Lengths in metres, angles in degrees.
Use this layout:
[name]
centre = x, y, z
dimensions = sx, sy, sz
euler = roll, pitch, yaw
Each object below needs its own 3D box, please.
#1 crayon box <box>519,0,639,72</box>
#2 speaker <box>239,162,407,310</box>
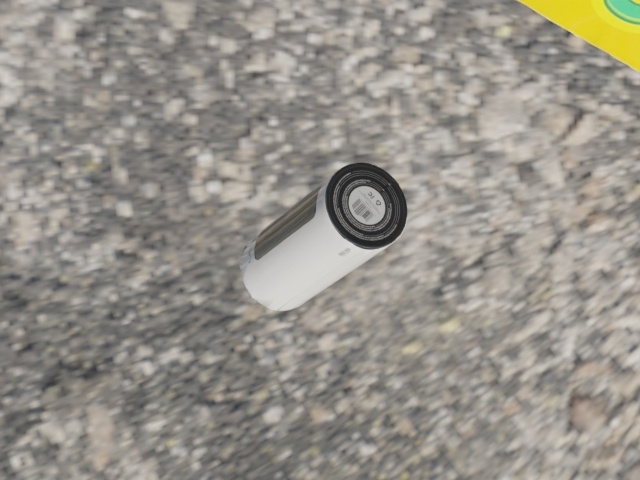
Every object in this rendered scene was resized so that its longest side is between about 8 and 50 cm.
[crayon box]
centre = 0.131, -0.252, 0.783
dimensions = 0.363, 0.106, 0.313
euler = 26, 117, -28
[speaker]
centre = 0.000, 0.000, 1.214
dimensions = 0.055, 0.055, 0.136
euler = 62, 151, 4
